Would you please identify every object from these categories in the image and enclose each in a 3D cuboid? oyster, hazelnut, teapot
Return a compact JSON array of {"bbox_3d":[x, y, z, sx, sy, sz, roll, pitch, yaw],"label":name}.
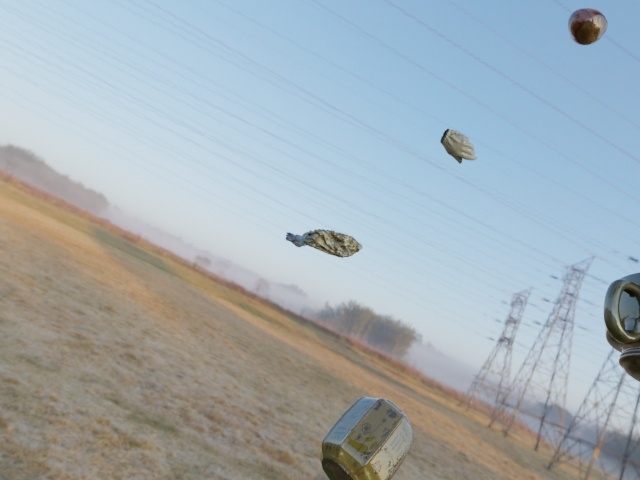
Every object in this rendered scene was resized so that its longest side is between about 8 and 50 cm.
[{"bbox_3d":[0.008,0.002,1.086,0.176,0.056,0.105,12,-2,18],"label":"oyster"},{"bbox_3d":[0.604,-0.488,1.086,0.086,0.086,0.086,23,-12,5],"label":"hazelnut"},{"bbox_3d":[0.528,0.153,0.724,0.267,0.176,0.185,26,-23,-15],"label":"teapot"}]

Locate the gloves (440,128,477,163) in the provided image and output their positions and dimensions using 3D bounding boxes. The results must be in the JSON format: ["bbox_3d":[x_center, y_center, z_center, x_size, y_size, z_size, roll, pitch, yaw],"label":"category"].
[{"bbox_3d":[0.219,-0.153,0.771,0.080,0.038,0.044,19,-51,-17],"label":"gloves"}]

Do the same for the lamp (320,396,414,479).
[{"bbox_3d":[0.097,0.429,0.998,0.161,0.185,0.161,30,-42,31],"label":"lamp"}]
